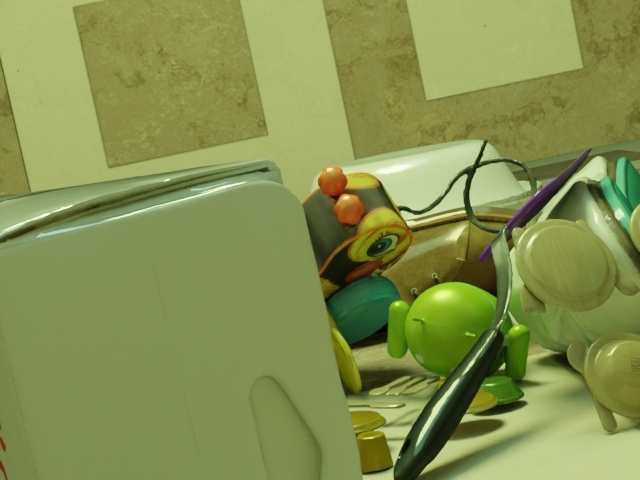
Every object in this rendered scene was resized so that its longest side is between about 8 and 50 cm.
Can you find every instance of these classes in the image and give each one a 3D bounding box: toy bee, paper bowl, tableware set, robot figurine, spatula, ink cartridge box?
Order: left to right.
[{"bbox_3d":[-0.108,0.084,0.612,0.117,0.207,0.283,-16,7,-31],"label":"ink cartridge box"},{"bbox_3d":[0.000,0.000,1.146,0.195,0.298,0.162,36,-4,26],"label":"toy bee"},{"bbox_3d":[0.099,-0.020,1.598,0.284,0.148,0.284,-11,5,1],"label":"paper bowl"},{"bbox_3d":[0.059,0.114,0.950,0.104,0.024,0.154,-4,7,34],"label":"tableware set"},{"bbox_3d":[0.098,0.064,1.055,0.101,0.067,0.115,13,-3,17],"label":"robot figurine"},{"bbox_3d":[0.106,0.040,0.928,0.084,0.030,0.296,-55,4,48],"label":"spatula"},{"bbox_3d":[0.200,0.037,0.903,0.168,0.141,0.020,-14,-27,-20],"label":"tableware set"}]

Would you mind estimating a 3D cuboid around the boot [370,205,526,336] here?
[{"bbox_3d":[0.098,0.040,1.373,0.305,0.112,0.115,-1,46,-1],"label":"boot"}]

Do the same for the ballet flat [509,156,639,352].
[{"bbox_3d":[0.199,0.021,1.137,0.139,0.139,0.400,-11,7,12],"label":"ballet flat"}]
